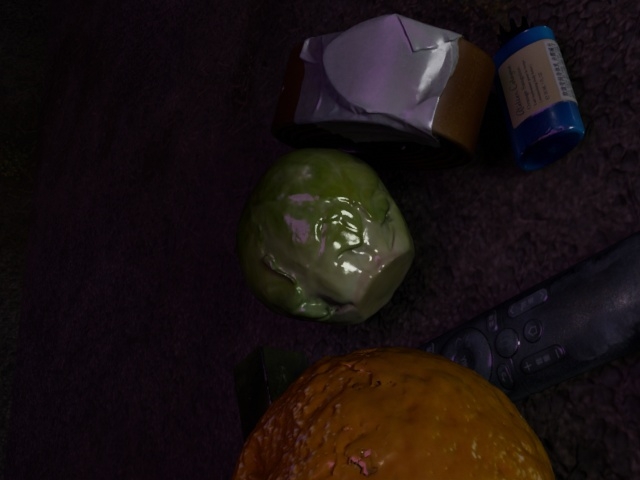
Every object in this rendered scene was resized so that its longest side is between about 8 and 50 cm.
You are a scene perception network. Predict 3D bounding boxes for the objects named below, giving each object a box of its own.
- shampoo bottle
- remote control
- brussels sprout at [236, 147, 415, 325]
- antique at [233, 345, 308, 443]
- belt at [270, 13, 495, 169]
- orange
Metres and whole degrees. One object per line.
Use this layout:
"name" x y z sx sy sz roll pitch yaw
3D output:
"shampoo bottle" 0.238 -0.174 0.932 0.087 0.050 0.183 -39 47 43
"remote control" 0.221 0.100 0.849 0.377 0.044 0.107 -35 46 41
"brussels sprout" 0.000 0.000 1.064 0.244 0.244 0.244 -27 55 46
"antique" -0.056 0.261 1.134 0.081 0.080 0.220 -43 46 37
"belt" 0.070 -0.171 1.016 0.339 0.217 0.122 6 81 61
"orange" 0.065 0.270 0.764 0.340 0.293 0.340 -54 17 24
